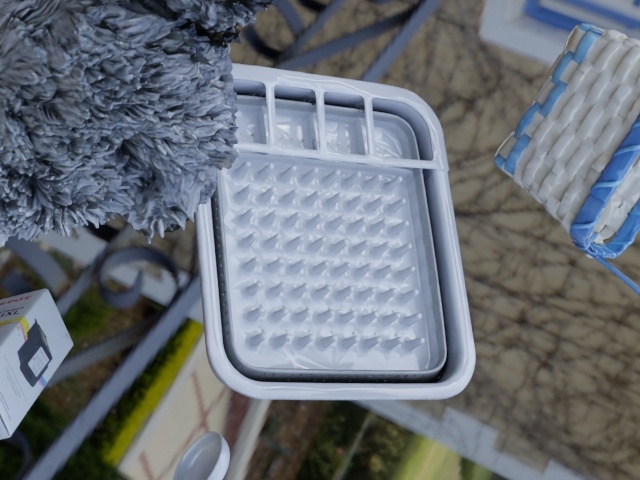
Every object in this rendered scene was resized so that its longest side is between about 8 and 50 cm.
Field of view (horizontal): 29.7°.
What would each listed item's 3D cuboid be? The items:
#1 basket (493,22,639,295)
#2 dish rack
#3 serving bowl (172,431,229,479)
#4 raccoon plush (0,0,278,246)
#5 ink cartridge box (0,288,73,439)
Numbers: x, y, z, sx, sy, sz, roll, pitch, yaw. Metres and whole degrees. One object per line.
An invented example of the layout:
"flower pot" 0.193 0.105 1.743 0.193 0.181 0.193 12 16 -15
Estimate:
"basket" 0.354 -0.082 1.254 0.254 0.289 0.201 -56 151 14
"dish rack" 0.000 0.000 1.177 0.072 0.286 0.332 -38 -126 55
"serving bowl" -0.128 0.255 1.341 0.083 0.027 0.083 -38 -151 27
"raccoon plush" -0.219 -0.129 0.788 0.299 0.216 0.446 -22 153 -30
"ink cartridge box" -0.335 0.126 1.166 0.175 0.128 0.072 -71 144 -64
